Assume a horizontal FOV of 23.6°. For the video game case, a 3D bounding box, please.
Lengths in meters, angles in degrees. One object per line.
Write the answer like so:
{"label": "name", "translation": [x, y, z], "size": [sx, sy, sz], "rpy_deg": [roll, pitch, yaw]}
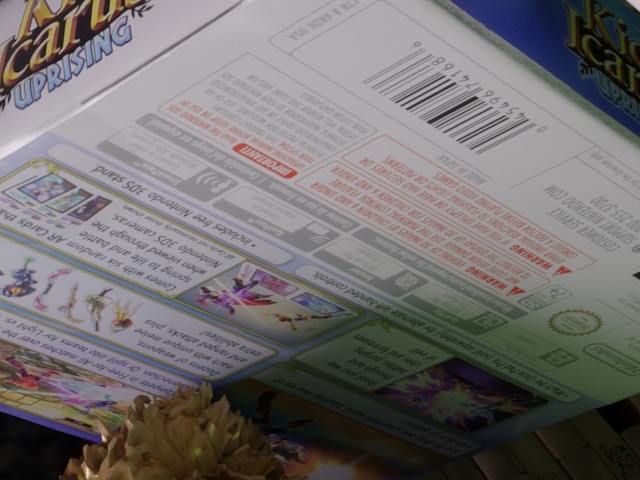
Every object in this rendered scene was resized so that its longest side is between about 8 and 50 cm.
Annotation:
{"label": "video game case", "translation": [0.000, 0.000, 0.494], "size": [0.244, 0.061, 0.269], "rpy_deg": [-27, 143, 33]}

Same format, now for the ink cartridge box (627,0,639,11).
{"label": "ink cartridge box", "translation": [0.093, -0.161, 0.356], "size": [0.100, 0.237, 0.172], "rpy_deg": [-17, 133, -18]}

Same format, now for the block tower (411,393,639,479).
{"label": "block tower", "translation": [0.060, 0.165, 0.718], "size": [0.335, 0.097, 0.091], "rpy_deg": [-22, 134, -16]}

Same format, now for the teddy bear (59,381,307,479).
{"label": "teddy bear", "translation": [-0.112, 0.197, 0.453], "size": [0.338, 0.113, 0.245], "rpy_deg": [-30, 126, -29]}
